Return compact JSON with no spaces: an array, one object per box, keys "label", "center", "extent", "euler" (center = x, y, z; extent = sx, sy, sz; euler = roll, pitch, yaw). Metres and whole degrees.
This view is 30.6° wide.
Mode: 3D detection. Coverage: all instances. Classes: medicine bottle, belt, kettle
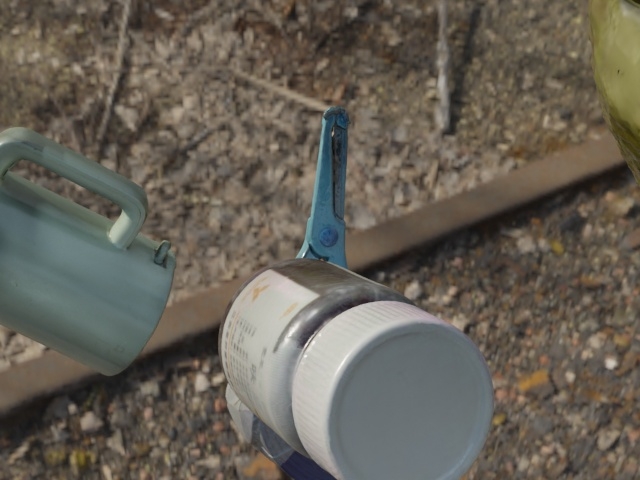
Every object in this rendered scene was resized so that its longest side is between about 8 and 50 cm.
[{"label":"medicine bottle","center":[0.021,0.113,1.017],"extent":[0.165,0.165,0.273],"euler":[-17,14,-17]},{"label":"belt","center":[-0.013,0.322,2.099],"extent":[0.212,0.347,0.117],"euler":[-51,32,-9]},{"label":"kettle","center":[-0.367,0.024,1.593],"extent":[0.318,0.265,0.205],"euler":[30,58,-25]}]

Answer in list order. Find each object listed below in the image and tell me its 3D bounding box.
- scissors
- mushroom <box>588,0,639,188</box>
[{"label":"scissors","center":[0.000,0.000,1.696],"extent":[0.180,0.392,0.032],"euler":[2,8,-26]},{"label":"mushroom","center":[0.251,-0.038,0.679],"extent":[0.217,0.212,0.292],"euler":[0,48,-30]}]
